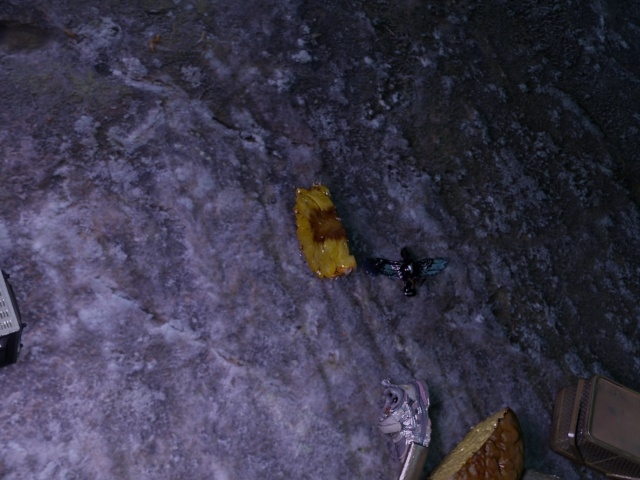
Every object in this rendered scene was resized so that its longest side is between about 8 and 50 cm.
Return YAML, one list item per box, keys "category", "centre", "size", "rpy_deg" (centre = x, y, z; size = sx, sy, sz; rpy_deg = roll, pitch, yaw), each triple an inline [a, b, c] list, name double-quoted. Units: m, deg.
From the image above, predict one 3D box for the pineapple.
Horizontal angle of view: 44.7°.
- category: "pineapple"
  centre: [0.001, 0.000, 1.653]
  size: [0.079, 0.135, 0.233]
  rpy_deg: [-12, 63, -18]

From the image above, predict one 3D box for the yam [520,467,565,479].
- category: "yam"
  centre: [0.415, 0.604, 1.527]
  size: [0.168, 0.168, 0.304]
  rpy_deg: [36, 57, -4]

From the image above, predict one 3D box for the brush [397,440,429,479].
- category: "brush"
  centre: [0.155, 0.509, 1.486]
  size: [0.043, 0.036, 0.248]
  rpy_deg: [24, 79, -14]

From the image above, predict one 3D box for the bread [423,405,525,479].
- category: "bread"
  centre: [0.329, 0.462, 1.575]
  size: [0.260, 0.129, 0.134]
  rpy_deg: [-33, 83, -30]

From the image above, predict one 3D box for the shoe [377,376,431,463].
- category: "shoe"
  centre: [0.166, 0.361, 1.573]
  size: [0.092, 0.089, 0.180]
  rpy_deg: [16, 59, -17]

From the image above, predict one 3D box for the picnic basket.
- category: "picnic basket"
  centre: [0.651, 0.422, 1.720]
  size: [0.266, 0.139, 0.165]
  rpy_deg: [25, 59, -10]

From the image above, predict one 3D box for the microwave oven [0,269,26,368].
- category: "microwave oven"
  centre: [-0.572, 0.131, 1.298]
  size: [0.129, 0.205, 0.163]
  rpy_deg: [-19, 76, -28]

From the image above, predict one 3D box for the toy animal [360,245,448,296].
- category: "toy animal"
  centre: [0.197, 0.067, 1.749]
  size: [0.220, 0.062, 0.108]
  rpy_deg: [-3, 50, -23]
